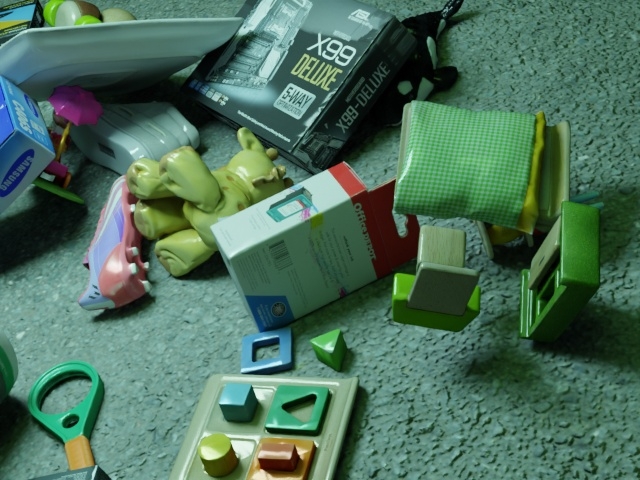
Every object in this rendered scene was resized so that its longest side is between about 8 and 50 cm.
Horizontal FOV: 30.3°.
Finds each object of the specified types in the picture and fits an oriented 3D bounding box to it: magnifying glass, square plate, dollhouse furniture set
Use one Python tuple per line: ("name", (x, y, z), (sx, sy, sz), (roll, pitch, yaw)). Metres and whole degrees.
("magnifying glass", (-0.289, 0.223, 1.385), (0.092, 0.026, 0.231), (-24, 36, -5))
("square plate", (-0.338, -0.264, 1.777), (0.347, 0.049, 0.344), (-10, -2, -35))
("dollhouse furniture set", (0.188, -0.060, 1.298), (0.198, 0.151, 0.301), (9, 59, -2))

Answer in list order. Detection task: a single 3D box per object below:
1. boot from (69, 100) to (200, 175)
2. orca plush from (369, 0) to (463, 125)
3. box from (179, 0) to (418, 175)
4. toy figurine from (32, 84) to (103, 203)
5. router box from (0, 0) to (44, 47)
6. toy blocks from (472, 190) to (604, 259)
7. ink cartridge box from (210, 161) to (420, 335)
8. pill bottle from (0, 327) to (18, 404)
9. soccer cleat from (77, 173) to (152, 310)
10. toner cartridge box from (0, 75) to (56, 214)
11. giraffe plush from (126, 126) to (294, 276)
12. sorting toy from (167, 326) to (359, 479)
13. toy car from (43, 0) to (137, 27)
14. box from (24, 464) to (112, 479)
("boot", (-0.293, -0.173, 1.821), (0.123, 0.095, 0.258), (-32, 45, -28))
("orca plush", (0.136, -0.295, 1.752), (0.151, 0.102, 0.287), (14, 49, 36))
("box", (-0.038, -0.254, 1.733), (0.242, 0.076, 0.307), (-53, 44, -3))
("toy figurine", (-0.384, -0.154, 1.750), (0.159, 0.130, 0.173), (-66, 24, -2))
("router box", (-0.621, -0.393, 2.248), (0.179, 0.046, 0.133), (-15, 39, 7))
("toy blocks", (0.259, -0.045, 1.437), (0.148, 0.054, 0.123), (-17, 39, 4))
("ink cartridge box", (0.000, 0.000, 1.433), (0.231, 0.134, 0.078), (-26, 38, -8))
("pill bottle", (-0.518, 0.230, 1.327), (0.204, 0.204, 0.361), (4, 44, 28))
("soccer cleat", (-0.281, -0.002, 1.608), (0.095, 0.083, 0.248), (-20, 40, 8))
("toner cartridge box", (-0.526, -0.056, 1.664), (0.348, 0.075, 0.165), (-44, 40, 11))
("giraffe plush", (-0.123, -0.062, 1.555), (0.210, 0.181, 0.170), (8, 32, 32))
("sorting toy", (-0.068, 0.210, 1.281), (0.196, 0.047, 0.347), (-3, 41, 20))
("toy car", (-0.363, -0.342, 2.041), (0.188, 0.148, 0.155), (-9, 28, -33))
("box", (-0.331, 0.337, 1.210), (0.233, 0.059, 0.183), (-16, 36, 21))
